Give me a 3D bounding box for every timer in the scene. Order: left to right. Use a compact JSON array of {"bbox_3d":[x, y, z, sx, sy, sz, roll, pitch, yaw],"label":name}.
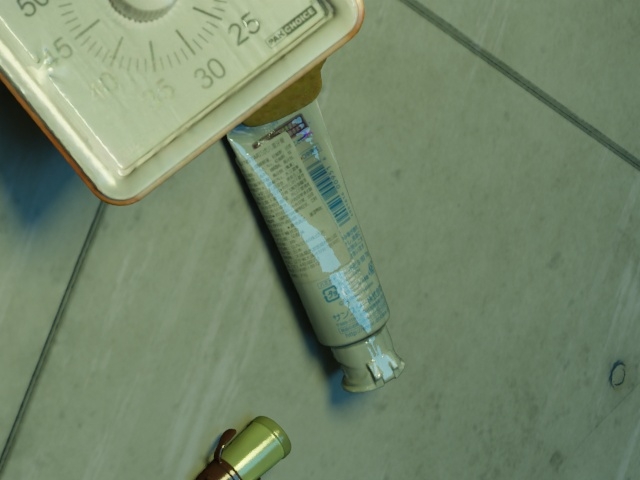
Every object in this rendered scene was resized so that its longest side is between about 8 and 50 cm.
[{"bbox_3d":[-0.143,-0.208,1.420,0.257,0.161,0.250,-37,117,6],"label":"timer"}]

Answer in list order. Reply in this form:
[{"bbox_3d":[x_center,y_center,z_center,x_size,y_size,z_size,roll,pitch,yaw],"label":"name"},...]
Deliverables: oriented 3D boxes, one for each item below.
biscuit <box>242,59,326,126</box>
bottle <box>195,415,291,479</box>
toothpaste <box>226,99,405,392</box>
[{"bbox_3d":[-0.074,-0.240,1.540,0.183,0.047,0.320,-6,120,-18],"label":"biscuit"},{"bbox_3d":[-0.077,0.207,1.694,0.101,0.047,0.063,-40,95,-26],"label":"bottle"},{"bbox_3d":[0.000,0.000,1.717,0.114,0.073,0.299,-34,113,-33],"label":"toothpaste"}]
